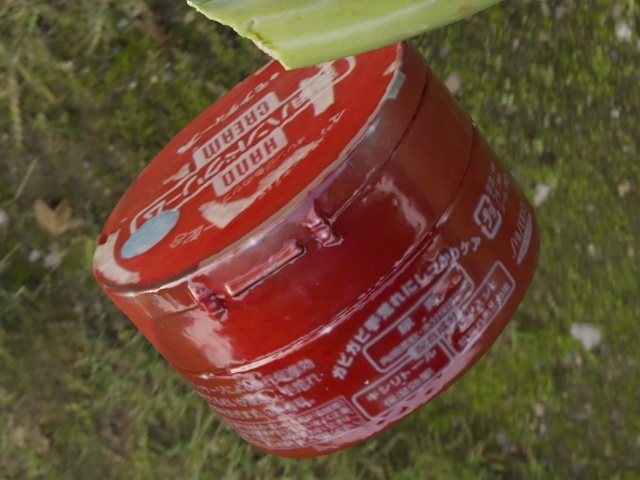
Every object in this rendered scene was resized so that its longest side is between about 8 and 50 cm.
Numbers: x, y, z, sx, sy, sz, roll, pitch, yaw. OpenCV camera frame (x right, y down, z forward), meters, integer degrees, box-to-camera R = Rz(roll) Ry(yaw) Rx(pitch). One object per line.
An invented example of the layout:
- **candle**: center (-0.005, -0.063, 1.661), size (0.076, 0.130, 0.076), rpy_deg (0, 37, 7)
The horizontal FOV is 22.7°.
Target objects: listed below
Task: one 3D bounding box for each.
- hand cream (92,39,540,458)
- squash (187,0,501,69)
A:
- **hand cream**: center (0.000, 0.000, 0.898), size (0.230, 0.230, 0.149), rpy_deg (-33, 112, 20)
- **squash**: center (0.066, -0.142, 0.665), size (0.250, 0.083, 0.083), rpy_deg (-25, 104, 15)
